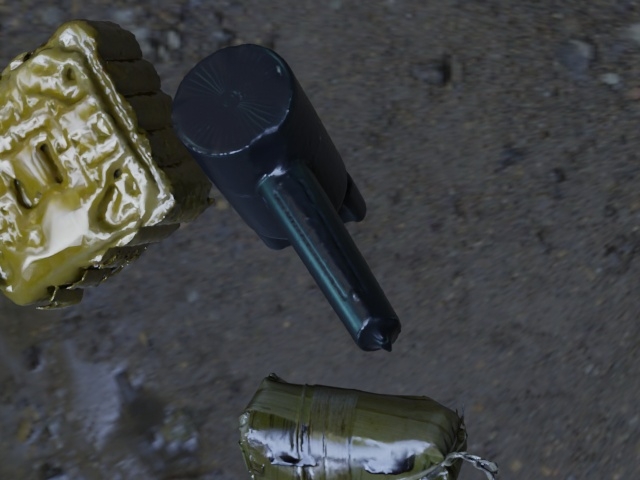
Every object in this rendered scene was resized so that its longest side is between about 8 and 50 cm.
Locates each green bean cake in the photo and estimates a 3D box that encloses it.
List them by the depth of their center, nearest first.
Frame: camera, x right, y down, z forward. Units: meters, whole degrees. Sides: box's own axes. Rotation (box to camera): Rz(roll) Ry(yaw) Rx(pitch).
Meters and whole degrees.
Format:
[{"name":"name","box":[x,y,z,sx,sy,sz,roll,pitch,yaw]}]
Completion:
[{"name":"green bean cake","box":[-0.243,-0.071,1.467,0.224,0.131,0.229,-31,84,16]}]

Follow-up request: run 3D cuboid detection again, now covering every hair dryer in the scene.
[{"name":"hair dryer","box":[0.000,0.000,1.369,0.116,0.244,0.302,-31,57,4]}]

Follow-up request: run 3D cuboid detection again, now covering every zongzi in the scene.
[{"name":"zongzi","box":[0.038,0.187,1.130,0.189,0.081,0.178,7,128,12]}]
